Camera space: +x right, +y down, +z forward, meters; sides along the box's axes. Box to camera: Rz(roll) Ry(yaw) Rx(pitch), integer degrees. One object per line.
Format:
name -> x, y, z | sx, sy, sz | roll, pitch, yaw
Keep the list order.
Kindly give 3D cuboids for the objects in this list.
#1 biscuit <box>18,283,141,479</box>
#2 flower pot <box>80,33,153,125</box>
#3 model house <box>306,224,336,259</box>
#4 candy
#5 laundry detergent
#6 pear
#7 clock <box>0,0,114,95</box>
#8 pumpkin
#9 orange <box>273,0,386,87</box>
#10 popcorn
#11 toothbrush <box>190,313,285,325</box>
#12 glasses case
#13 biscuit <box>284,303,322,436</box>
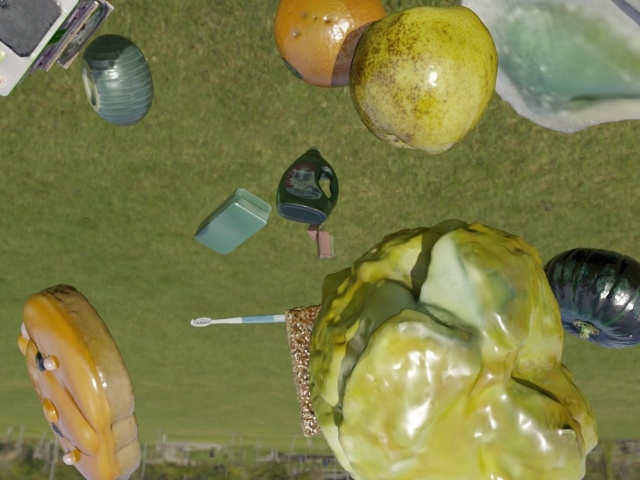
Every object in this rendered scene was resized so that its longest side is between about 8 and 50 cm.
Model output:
biscuit -> -0.202, 0.113, 0.514 | 0.050, 0.170, 0.170 | -22, 177, -36
flower pot -> -0.542, -0.424, 1.733 | 0.157, 0.243, 0.189 | -21, -145, -30
model house -> 0.000, 0.000, 1.495 | 0.057, 0.083, 0.058 | -7, 171, 27
candy -> 0.413, -0.348, 1.048 | 0.426, 0.186, 0.386 | 31, 164, -31
laundry detergent -> -0.021, -0.133, 1.476 | 0.137, 0.211, 0.063 | 11, 140, 4
pear -> 0.134, -0.204, 0.851 | 0.197, 0.197, 0.197 | 1, 161, 0
clock -> -0.496, -0.411, 1.168 | 0.166, 0.309, 0.235 | 40, 106, -18
pumpkin -> 0.452, 0.096, 1.061 | 0.202, 0.140, 0.202 | 32, 167, 9
orange -> 0.019, -0.351, 1.085 | 0.206, 0.206, 0.206 | 1, 161, 0
popcorn -> 0.124, 0.113, 0.600 | 0.276, 0.277, 0.225 | 5, -172, -10
toothbrush -> -0.163, 0.180, 1.486 | 0.275, 0.019, 0.025 | 2, 162, -33
glasses case -> -0.168, -0.033, 1.234 | 0.077, 0.039, 0.184 | 31, 145, -20
biscuit -> 0.008, 0.229, 1.182 | 0.131, 0.231, 0.025 | -8, 175, -31
